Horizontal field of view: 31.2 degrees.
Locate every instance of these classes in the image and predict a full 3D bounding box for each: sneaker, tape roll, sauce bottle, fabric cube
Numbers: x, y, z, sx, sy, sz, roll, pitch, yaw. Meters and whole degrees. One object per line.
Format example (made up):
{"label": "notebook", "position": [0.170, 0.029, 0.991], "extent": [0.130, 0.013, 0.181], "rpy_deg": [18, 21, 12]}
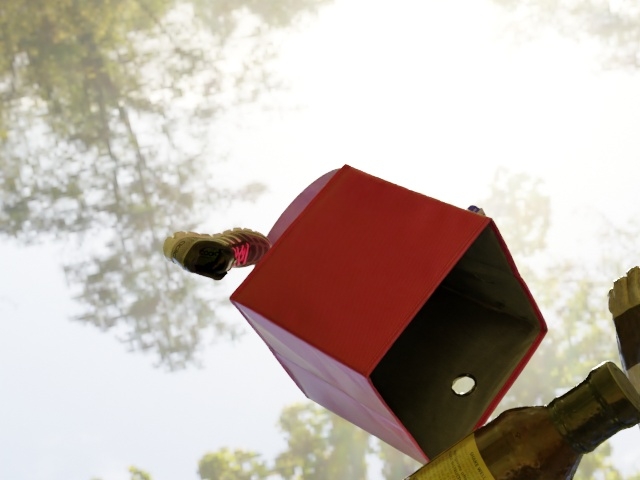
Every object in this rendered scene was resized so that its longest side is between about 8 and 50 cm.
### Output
{"label": "sneaker", "position": [-0.137, 0.023, 1.638], "extent": [0.170, 0.063, 0.075], "rpy_deg": [0, -153, -36]}
{"label": "tape roll", "position": [0.000, 0.000, 2.132], "extent": [0.090, 0.275, 0.274], "rpy_deg": [38, -141, 18]}
{"label": "sauce bottle", "position": [0.187, 0.253, 1.222], "extent": [0.344, 0.111, 0.111], "rpy_deg": [-39, -170, 19]}
{"label": "fabric cube", "position": [0.093, 0.099, 1.485], "extent": [0.258, 0.259, 0.254], "rpy_deg": [23, -113, 42]}

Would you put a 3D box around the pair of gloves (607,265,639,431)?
{"label": "pair of gloves", "position": [0.384, 0.101, 1.211], "extent": [0.042, 0.204, 0.240], "rpy_deg": [-2, 154, -17]}

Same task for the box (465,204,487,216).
{"label": "box", "position": [0.260, 0.011, 1.883], "extent": [0.028, 0.136, 0.081], "rpy_deg": [-16, -161, 49]}
